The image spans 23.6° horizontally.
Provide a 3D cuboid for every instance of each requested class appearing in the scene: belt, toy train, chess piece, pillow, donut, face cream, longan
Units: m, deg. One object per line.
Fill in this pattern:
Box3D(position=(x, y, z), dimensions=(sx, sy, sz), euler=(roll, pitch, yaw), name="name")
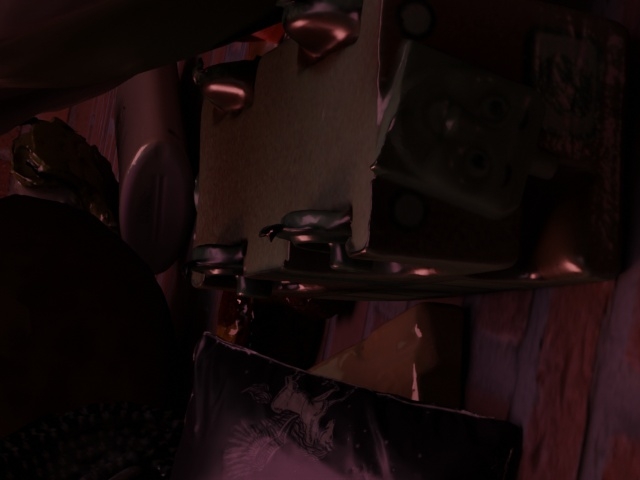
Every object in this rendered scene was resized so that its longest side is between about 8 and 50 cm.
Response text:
Box3D(position=(-0.182, 0.256, 1.125), dimensions=(0.295, 0.207, 0.160), euler=(-35, -30, -49), name="belt")
Box3D(position=(0.025, -0.036, 0.745), dimensions=(0.326, 0.159, 0.129), euler=(165, 111, -70), name="toy train")
Box3D(position=(0.016, 0.103, 0.856), dimensions=(0.200, 0.090, 0.090), euler=(-39, 42, 52), name="chess piece")
Box3D(position=(-0.003, 0.130, 0.762), dimensions=(0.208, 0.055, 0.141), euler=(9, 84, 41), name="pillow")
Box3D(position=(-0.041, 0.057, 1.118), dimensions=(0.140, 0.059, 0.140), euler=(-171, 90, -76), name="donut")
Box3D(position=(-0.198, -0.120, 1.781), dimensions=(0.348, 0.081, 0.173), euler=(-105, 19, -57), name="face cream")
Box3D(position=(-0.331, 0.141, 1.546), dimensions=(0.391, 0.391, 0.391), euler=(-170, 90, -75), name="longan")

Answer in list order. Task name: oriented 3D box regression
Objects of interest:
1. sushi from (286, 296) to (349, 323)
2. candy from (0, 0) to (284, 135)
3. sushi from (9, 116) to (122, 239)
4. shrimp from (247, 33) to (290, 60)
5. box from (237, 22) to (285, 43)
Box3D(position=(-0.004, 0.000, 1.012), dimensions=(0.060, 0.061, 0.118), euler=(38, 119, 60), name="sushi")
Box3D(position=(-0.067, -0.188, 0.819), dimensions=(0.186, 0.386, 0.427), euler=(64, 175, -3), name="candy")
Box3D(position=(-0.281, -0.017, 1.795), dimensions=(0.291, 0.131, 0.139), euler=(76, 178, -50), name="sushi")
Box3D(position=(-0.010, -0.211, 1.174), dimensions=(0.152, 0.063, 0.287), euler=(153, 123, -70), name="shrimp")
Box3D(position=(-0.014, -0.259, 1.104), dimensions=(0.229, 0.050, 0.123), euler=(-52, 39, 33), name="box")
